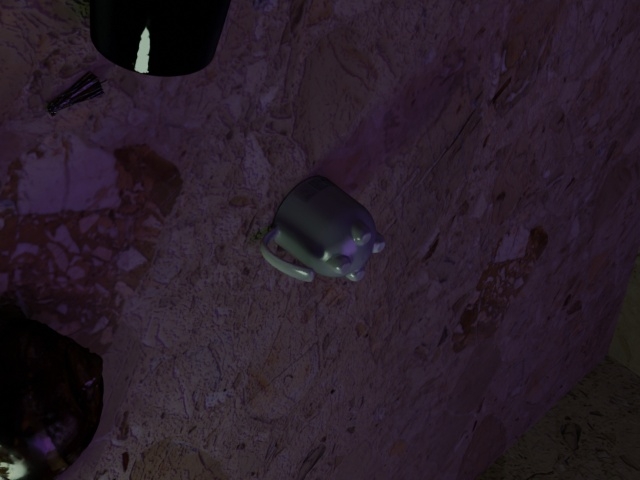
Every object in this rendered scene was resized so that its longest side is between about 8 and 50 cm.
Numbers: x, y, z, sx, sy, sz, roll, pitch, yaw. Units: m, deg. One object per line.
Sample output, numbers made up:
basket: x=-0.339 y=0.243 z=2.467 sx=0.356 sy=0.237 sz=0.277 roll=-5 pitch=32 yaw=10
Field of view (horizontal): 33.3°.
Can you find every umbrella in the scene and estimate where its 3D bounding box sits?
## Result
umbrella: x=-0.281 y=-0.169 z=1.241 sx=0.083 sy=0.020 sz=0.031 roll=-32 pitch=144 yaw=-23

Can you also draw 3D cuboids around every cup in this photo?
cup: x=-0.140 y=-0.296 z=1.161 sx=0.239 sy=0.166 sz=0.177 roll=-24 pitch=143 yaw=-38
cup: x=0.007 y=-0.010 z=1.687 sx=0.173 sy=0.142 sz=0.134 roll=2 pitch=120 yaw=-55

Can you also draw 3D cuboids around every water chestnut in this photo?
water chestnut: x=-0.386 y=0.206 z=1.323 sx=0.238 sy=0.223 sz=0.223 roll=-3 pitch=140 yaw=2
